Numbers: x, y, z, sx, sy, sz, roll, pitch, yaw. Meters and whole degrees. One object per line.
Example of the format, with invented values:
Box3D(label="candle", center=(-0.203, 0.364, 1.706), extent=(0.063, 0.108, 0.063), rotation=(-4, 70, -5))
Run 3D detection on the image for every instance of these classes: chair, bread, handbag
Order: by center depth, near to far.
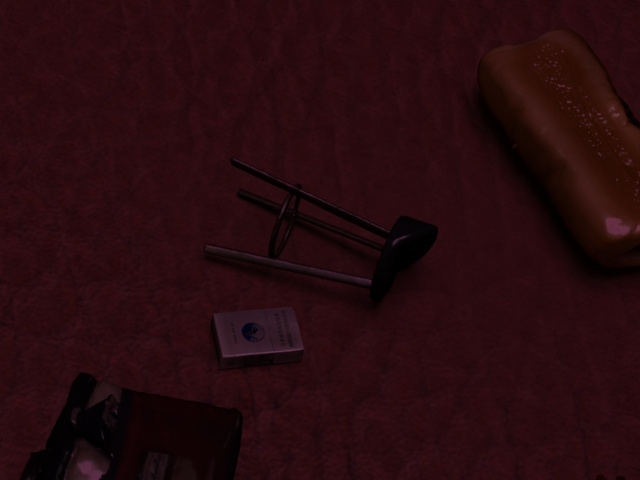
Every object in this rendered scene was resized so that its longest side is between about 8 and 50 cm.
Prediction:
Box3D(label="handbag", center=(-0.173, 0.240, 1.516), extent=(0.181, 0.181, 0.254), rotation=(13, 50, -4))
Box3D(label="chair", center=(0.000, -0.001, 1.789), extent=(0.221, 0.104, 0.095), rotation=(16, 78, 7))
Box3D(label="bread", center=(0.282, -0.097, 1.906), extent=(0.142, 0.091, 0.305), rotation=(-19, 59, -14))

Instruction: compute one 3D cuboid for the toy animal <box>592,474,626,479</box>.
Box3D(label="toy animal", center=(0.385, 0.314, 1.628), extent=(0.302, 0.225, 0.284), rotation=(15, 72, 17))

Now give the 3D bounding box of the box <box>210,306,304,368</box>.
Box3D(label="box", center=(-0.062, 0.095, 1.741), extent=(0.083, 0.024, 0.054), rotation=(-4, 56, -15))
